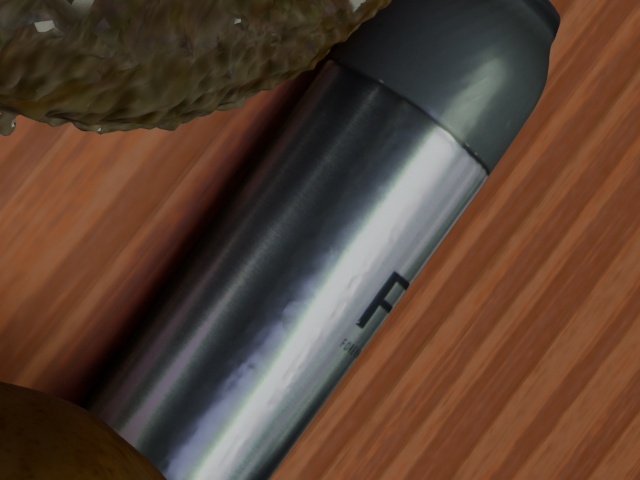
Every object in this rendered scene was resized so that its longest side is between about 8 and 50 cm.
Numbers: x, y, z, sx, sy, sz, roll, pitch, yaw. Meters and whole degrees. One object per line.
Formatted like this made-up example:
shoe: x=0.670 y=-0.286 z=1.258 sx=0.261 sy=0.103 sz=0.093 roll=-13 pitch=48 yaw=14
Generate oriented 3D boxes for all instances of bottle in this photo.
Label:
bottle: x=0.000 y=0.000 z=0.784 sx=0.253 sy=0.079 sz=0.096 roll=-55 pitch=-179 yaw=-3

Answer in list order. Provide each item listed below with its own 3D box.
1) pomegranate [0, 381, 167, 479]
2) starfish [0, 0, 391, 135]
pomegranate: x=-0.128 y=0.158 z=0.631 sx=0.233 sy=0.233 sz=0.233 roll=-28 pitch=134 yaw=-34
starfish: x=-0.111 y=-0.142 z=0.559 sx=0.324 sy=0.082 sz=0.432 roll=-43 pitch=138 yaw=-14
